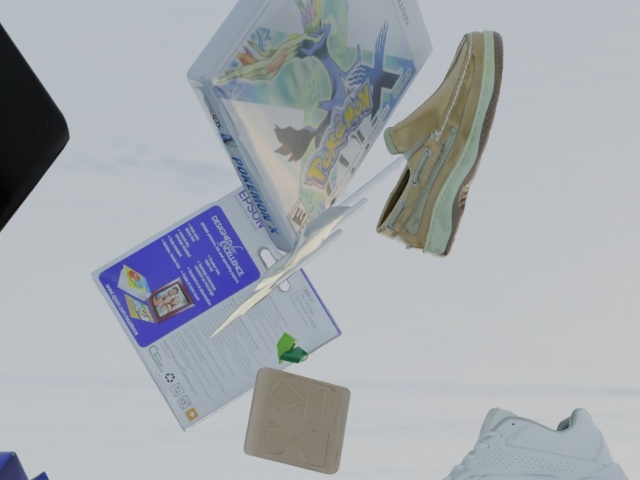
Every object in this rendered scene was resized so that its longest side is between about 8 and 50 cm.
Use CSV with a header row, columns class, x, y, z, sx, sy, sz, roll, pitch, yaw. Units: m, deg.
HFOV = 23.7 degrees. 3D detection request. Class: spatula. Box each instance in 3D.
class,x,y,z,sx,sy,sz,roll,pitch,yaw
spatula,0.000,0.000,1.452,0.168,0.019,0.242,-50,172,36

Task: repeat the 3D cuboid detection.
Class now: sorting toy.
class,x,y,z,sx,sy,sz,roll,pitch,yaw
sorting toy,-0.013,0.101,0.957,0.062,0.083,0.012,15,159,-14

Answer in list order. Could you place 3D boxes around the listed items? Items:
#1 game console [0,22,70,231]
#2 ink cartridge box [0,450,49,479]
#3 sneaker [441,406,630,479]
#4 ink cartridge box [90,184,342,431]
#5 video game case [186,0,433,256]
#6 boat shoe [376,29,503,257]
class,x,y,z,sx,sy,sz,roll,pitch,yaw
game console,-0.312,-0.034,1.011,0.044,0.361,0.213,-3,132,36
ink cartridge box,-0.450,0.454,1.926,0.151,0.270,0.395,-9,-153,23
sneaker,0.146,0.206,1.312,0.232,0.115,0.090,-12,157,-21
ink cartridge box,-0.116,0.073,1.708,0.208,0.206,0.045,-31,179,-6
video game case,0.003,-0.192,1.637,0.036,0.329,0.300,17,151,31
boat shoe,0.082,-0.071,1.118,0.072,0.190,0.068,14,-148,0
